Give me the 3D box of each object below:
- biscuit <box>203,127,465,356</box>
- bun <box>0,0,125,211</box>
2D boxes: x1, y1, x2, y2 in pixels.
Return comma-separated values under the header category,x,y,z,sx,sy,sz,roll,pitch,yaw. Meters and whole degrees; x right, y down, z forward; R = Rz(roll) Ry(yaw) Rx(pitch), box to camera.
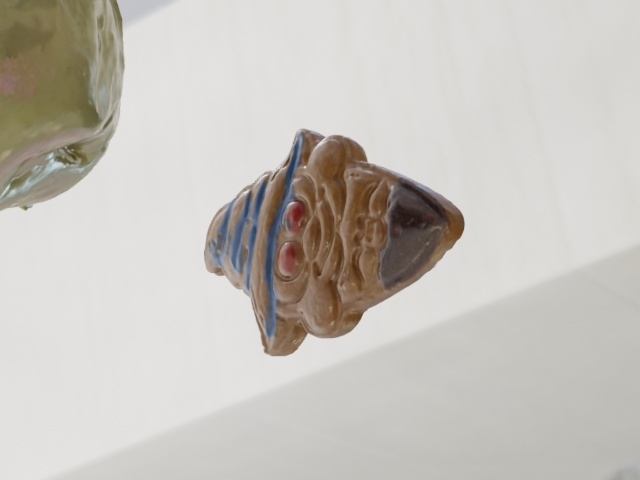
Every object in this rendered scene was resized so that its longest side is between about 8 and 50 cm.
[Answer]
category,x,y,z,sx,sy,sz,roll,pitch,yaw
biscuit,0.000,0.000,1.324,0.043,0.280,0.183,7,-97,-40
bun,-0.280,-0.167,1.176,0.361,0.213,0.361,34,-171,-6
